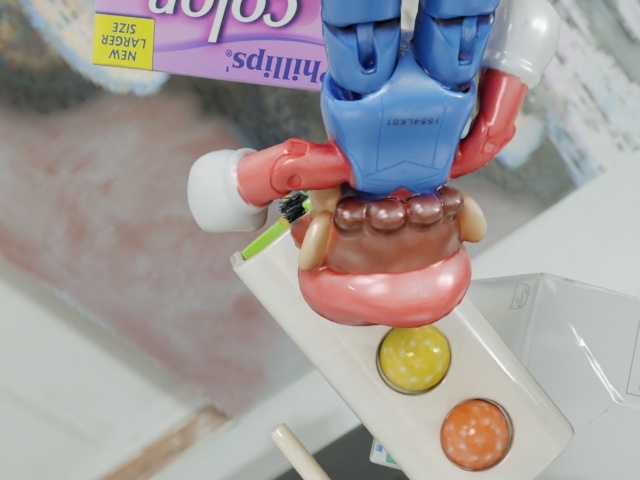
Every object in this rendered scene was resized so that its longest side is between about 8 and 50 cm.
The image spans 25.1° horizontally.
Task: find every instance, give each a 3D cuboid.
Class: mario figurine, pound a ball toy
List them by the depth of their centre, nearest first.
[{"bbox_3d":[0.031,-0.084,0.910,0.170,0.198,0.320,-57,160,-45],"label":"mario figurine"},{"bbox_3d":[0.049,0.126,1.124,0.319,0.208,0.136,51,-3,-9],"label":"pound a ball toy"}]

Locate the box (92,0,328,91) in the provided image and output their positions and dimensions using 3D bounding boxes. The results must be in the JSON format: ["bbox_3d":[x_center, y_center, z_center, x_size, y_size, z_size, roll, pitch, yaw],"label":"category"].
[{"bbox_3d":[-0.052,-0.247,1.109,0.117,0.214,0.243,-31,129,-68],"label":"box"}]

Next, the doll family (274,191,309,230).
[{"bbox_3d":[0.000,0.000,1.460,0.193,0.111,0.076,41,0,41],"label":"doll family"}]

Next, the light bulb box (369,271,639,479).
[{"bbox_3d":[0.294,0.189,1.607,0.358,0.225,0.361,15,-8,-18],"label":"light bulb box"}]
